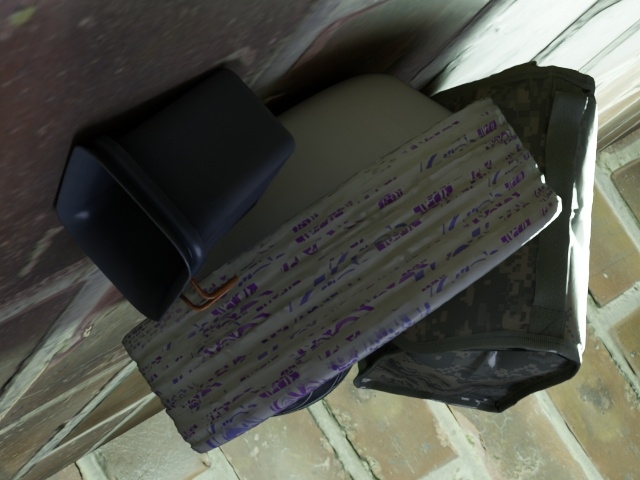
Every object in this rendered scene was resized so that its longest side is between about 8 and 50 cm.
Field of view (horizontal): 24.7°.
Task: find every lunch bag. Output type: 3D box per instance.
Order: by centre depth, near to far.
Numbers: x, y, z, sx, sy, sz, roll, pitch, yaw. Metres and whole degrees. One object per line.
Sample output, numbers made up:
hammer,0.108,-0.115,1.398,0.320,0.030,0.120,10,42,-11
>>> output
lunch bag,0.138,0.003,1.221,0.169,0.235,0.287,12,162,-9

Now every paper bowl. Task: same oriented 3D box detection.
paper bowl,0.000,0.000,0.938,0.284,0.148,0.284,-33,177,-2

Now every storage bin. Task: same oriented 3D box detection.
storage bin,-0.067,-0.023,0.754,0.091,0.098,0.135,-41,178,-21

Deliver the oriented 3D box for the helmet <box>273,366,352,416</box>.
helmet,-0.051,0.074,1.261,0.169,0.161,0.169,-32,174,-3
